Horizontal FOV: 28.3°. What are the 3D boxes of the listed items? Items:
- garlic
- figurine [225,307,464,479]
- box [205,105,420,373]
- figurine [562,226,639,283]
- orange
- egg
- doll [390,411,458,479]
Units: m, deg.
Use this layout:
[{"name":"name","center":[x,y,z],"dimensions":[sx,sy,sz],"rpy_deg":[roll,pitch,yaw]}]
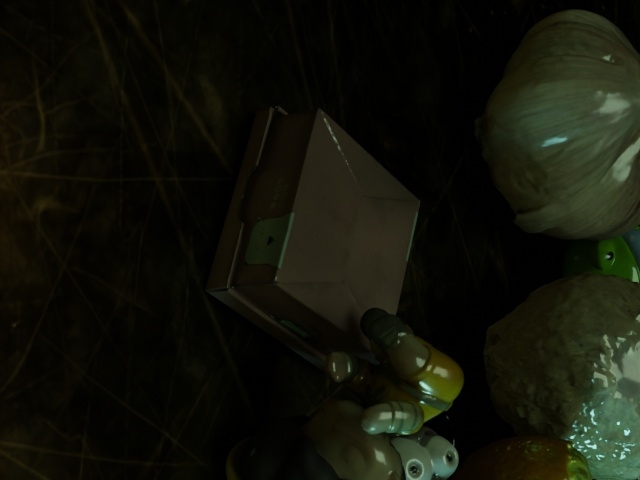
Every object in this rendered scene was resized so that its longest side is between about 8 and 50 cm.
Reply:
[{"name":"garlic","center":[0.353,-0.151,1.710],"dimensions":[0.322,0.241,0.322],"rpy_deg":[-32,131,-46]},{"name":"figurine","center":[0.033,0.202,1.215],"dimensions":[0.167,0.192,0.257],"rpy_deg":[42,92,-26]},{"name":"box","center":[0.000,0.000,1.319],"dimensions":[0.215,0.086,0.215],"rpy_deg":[39,54,-42]},{"name":"figurine","center":[0.431,0.044,1.844],"dimensions":[0.263,0.143,0.162],"rpy_deg":[-27,113,-69]},{"name":"orange","center":[0.224,0.329,1.482],"dimensions":[0.237,0.158,0.179],"rpy_deg":[88,3,-62]},{"name":"egg","center":[0.350,0.168,1.598],"dimensions":[0.310,0.279,0.279],"rpy_deg":[29,61,-33]},{"name":"doll","center":[0.088,0.300,1.359],"dimensions":[0.182,0.117,0.257],"rpy_deg":[-11,97,-35]}]
